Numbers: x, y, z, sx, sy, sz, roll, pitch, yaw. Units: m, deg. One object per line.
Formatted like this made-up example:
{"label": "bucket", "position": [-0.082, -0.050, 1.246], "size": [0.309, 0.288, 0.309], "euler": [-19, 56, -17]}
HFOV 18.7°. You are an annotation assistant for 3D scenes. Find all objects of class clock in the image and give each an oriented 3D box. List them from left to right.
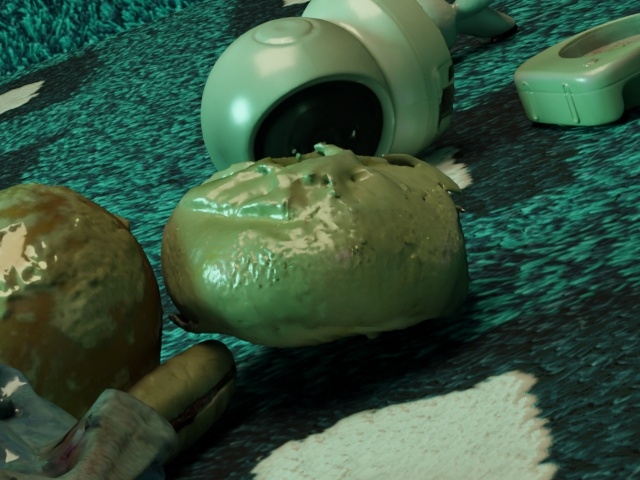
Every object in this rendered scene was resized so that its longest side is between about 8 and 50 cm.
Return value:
{"label": "clock", "position": [0.292, -0.170, 1.851], "size": [0.191, 0.062, 0.151], "euler": [-27, 16, -21]}

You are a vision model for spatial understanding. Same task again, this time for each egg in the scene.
{"label": "egg", "position": [-0.219, 0.073, 1.428], "size": [0.203, 0.203, 0.245], "euler": [-6, 53, 43]}

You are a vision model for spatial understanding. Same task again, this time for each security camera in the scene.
{"label": "security camera", "position": [-0.009, -0.132, 1.872], "size": [0.236, 0.194, 0.194], "euler": [-28, 17, -33]}

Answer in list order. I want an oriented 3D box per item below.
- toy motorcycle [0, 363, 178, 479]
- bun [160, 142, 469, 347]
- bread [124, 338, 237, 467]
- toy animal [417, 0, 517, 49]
{"label": "toy motorcycle", "position": [-0.173, 0.137, 1.115], "size": [0.182, 0.241, 0.319], "euler": [-30, 15, -5]}
{"label": "bun", "position": [0.000, 0.000, 1.444], "size": [0.239, 0.141, 0.239], "euler": [-4, 9, 1]}
{"label": "bread", "position": [-0.119, 0.133, 1.369], "size": [0.053, 0.073, 0.214], "euler": [32, 40, 18]}
{"label": "toy animal", "position": [0.135, -0.234, 2.264], "size": [0.127, 0.131, 0.181], "euler": [25, 46, 24]}
